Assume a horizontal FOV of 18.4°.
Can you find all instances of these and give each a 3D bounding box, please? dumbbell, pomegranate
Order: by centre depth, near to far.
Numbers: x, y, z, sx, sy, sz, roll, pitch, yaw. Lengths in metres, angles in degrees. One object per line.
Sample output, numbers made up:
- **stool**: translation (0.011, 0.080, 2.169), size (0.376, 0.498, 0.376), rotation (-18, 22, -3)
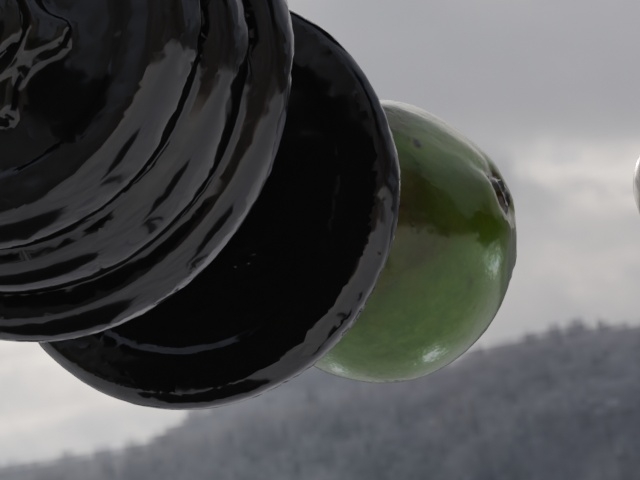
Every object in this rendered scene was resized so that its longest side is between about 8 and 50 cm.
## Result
- **dumbbell**: translation (-0.040, -0.019, 0.417), size (0.099, 0.099, 0.208), rotation (-12, -17, 13)
- **pomegranate**: translation (0.009, -0.011, 1.326), size (0.241, 0.190, 0.159), rotation (27, 5, 18)

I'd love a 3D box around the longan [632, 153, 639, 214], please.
- **longan**: translation (0.262, -0.038, 1.301), size (0.106, 0.106, 0.119), rotation (-5, -25, -26)
